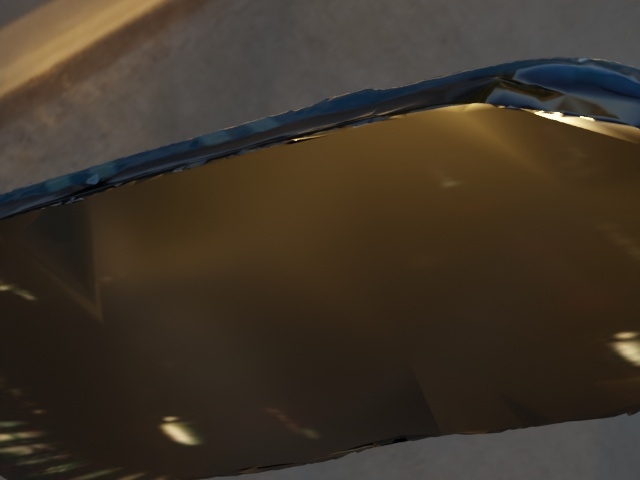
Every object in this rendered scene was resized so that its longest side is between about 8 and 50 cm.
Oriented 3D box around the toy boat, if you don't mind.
[{"bbox_3d":[0.000,0.000,0.556,0.092,0.298,0.134,-72,143,-50],"label":"toy boat"}]
